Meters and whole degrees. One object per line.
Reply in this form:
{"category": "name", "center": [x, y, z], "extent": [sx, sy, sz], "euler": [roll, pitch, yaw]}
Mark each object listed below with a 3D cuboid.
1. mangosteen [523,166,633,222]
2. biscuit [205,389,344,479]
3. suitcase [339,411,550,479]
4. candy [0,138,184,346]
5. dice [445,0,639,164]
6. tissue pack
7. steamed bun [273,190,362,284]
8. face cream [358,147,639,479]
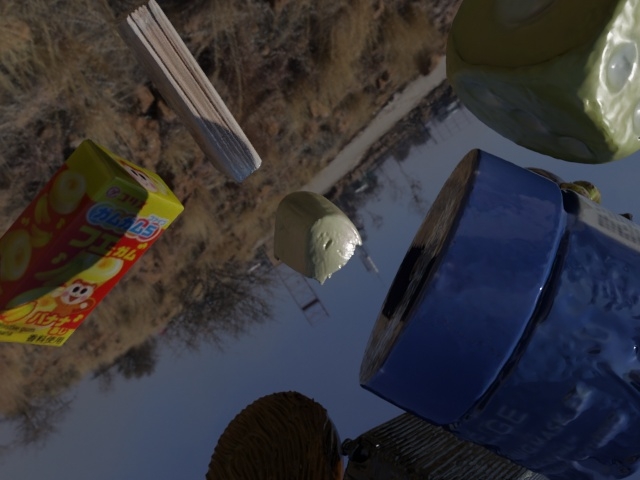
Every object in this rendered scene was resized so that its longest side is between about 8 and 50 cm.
{"category": "mangosteen", "center": [0.338, -0.022, 0.851], "extent": [0.217, 0.192, 0.192], "euler": [-13, -168, 22]}
{"category": "biscuit", "center": [-0.096, 0.440, 1.093], "extent": [0.318, 0.040, 0.318], "euler": [-21, -132, 25]}
{"category": "suitcase", "center": [0.205, 0.373, 0.900], "extent": [0.229, 0.152, 0.335], "euler": [22, -162, 39]}
{"category": "candy", "center": [-0.326, 0.013, 0.760], "extent": [0.276, 0.088, 0.146], "euler": [-46, 153, 5]}
{"category": "dice", "center": [0.239, -0.184, 0.555], "extent": [0.166, 0.169, 0.169], "euler": [31, -89, 49]}
{"category": "tissue pack", "center": [-0.234, -0.258, 1.023], "extent": [0.071, 0.325, 0.170], "euler": [-39, -150, -9]}
{"category": "steamed bun", "center": [0.000, 0.000, 1.362], "extent": [0.170, 0.200, 0.225], "euler": [-1, -156, -26]}
{"category": "face cream", "center": [0.185, 0.070, 0.535], "extent": [0.249, 0.225, 0.249], "euler": [25, 90, -86]}
